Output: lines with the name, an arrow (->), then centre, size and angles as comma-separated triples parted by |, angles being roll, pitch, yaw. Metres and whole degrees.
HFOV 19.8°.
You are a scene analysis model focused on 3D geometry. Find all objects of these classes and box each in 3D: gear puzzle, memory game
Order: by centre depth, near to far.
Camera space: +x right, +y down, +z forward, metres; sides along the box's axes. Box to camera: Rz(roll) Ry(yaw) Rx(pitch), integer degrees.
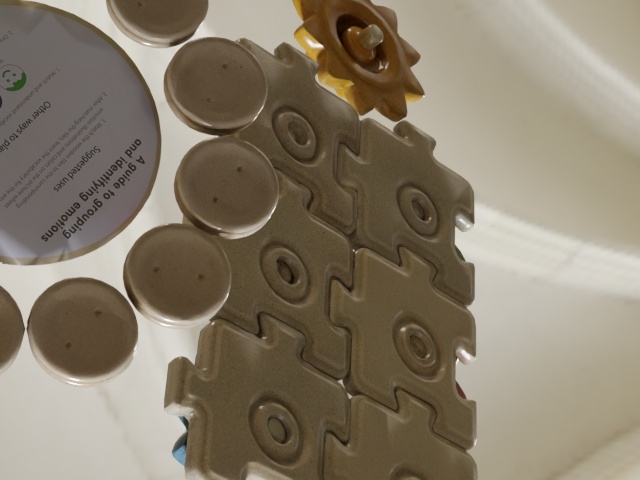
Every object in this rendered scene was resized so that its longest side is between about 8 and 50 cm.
memory game -> -0.103, -0.037, 0.620 | 0.186, 0.012, 0.186 | 7, -114, -16
gear puzzle -> 0.000, 0.000, 0.850 | 0.175, 0.044, 0.339 | 30, -135, -31
